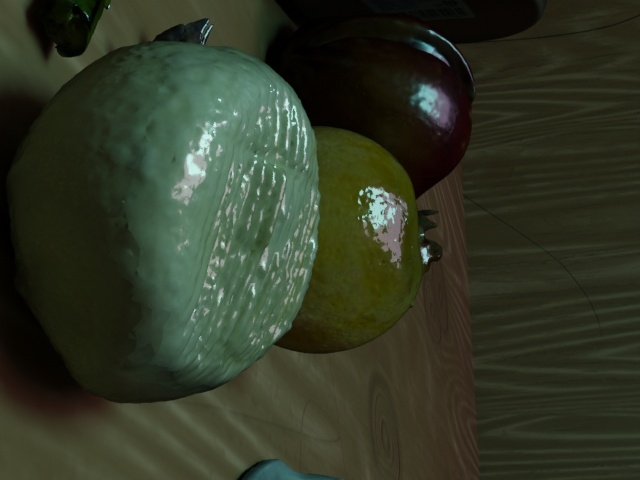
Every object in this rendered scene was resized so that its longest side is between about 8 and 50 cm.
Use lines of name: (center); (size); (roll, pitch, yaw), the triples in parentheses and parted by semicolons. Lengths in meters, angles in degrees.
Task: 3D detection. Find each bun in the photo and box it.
bun: (-0.071, -0.007, 0.512); (0.188, 0.111, 0.164); (22, 81, -70)

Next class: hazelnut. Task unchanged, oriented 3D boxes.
hazelnut: (0.039, -0.118, 0.973); (0.204, 0.178, 0.178); (-89, 167, -48)

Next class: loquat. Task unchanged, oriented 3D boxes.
loquat: (0.000, 0.000, 0.750); (0.137, 0.163, 0.163); (163, -76, -71)

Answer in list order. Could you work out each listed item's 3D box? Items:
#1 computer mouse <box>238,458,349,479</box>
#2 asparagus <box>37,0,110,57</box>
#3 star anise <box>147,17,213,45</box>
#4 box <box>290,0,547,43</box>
computer mouse: (0.000, 0.254, 0.714); (0.389, 0.115, 0.199); (-38, 119, -77)
asparagus: (-0.112, -0.157, 0.566); (0.036, 0.030, 0.165); (54, 31, -47)
star anise: (-0.080, -0.056, 0.636); (0.141, 0.042, 0.141); (-4, 90, -77)
box: (0.090, -0.307, 1.015); (0.301, 0.301, 0.216); (19, 73, -77)
